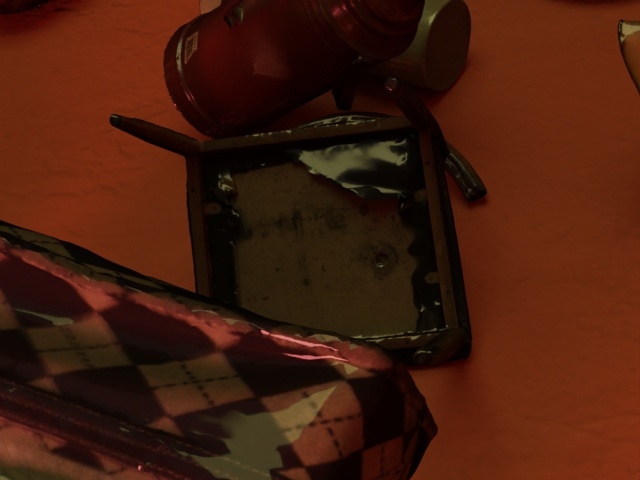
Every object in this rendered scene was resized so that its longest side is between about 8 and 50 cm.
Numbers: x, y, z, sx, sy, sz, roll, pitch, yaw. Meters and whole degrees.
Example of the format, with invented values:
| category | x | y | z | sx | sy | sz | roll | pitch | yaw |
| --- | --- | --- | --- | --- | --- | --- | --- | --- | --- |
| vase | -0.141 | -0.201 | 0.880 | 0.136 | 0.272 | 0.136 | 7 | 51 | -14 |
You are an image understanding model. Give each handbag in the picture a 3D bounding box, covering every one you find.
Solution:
| category | x | y | z | sx | sy | sz | roll | pitch | yaw |
| --- | --- | --- | --- | --- | --- | --- | --- | --- | --- |
| handbag | -0.172 | 0.194 | 0.737 | 0.316 | 0.180 | 0.416 | 19 | 72 | 17 |

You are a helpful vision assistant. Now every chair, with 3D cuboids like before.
| category | x | y | z | sx | sy | sz | roll | pitch | yaw |
| --- | --- | --- | --- | --- | --- | --- | --- | --- | --- |
| chair | 0.000 | 0.000 | 1.018 | 0.188 | 0.166 | 0.272 | -7 | 1 | 11 |

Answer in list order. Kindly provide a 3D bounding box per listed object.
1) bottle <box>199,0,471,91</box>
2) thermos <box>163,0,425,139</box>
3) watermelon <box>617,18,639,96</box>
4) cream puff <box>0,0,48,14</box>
| category | x | y | z | sx | sy | sz | roll | pitch | yaw |
| --- | --- | --- | --- | --- | --- | --- | --- | --- | --- |
| bottle | 0.009 | -0.164 | 1.238 | 0.201 | 0.072 | 0.072 | 18 | 52 | 31 |
| thermos | -0.008 | -0.146 | 1.119 | 0.232 | 0.124 | 0.099 | -23 | 56 | 49 |
| watermelon | 0.332 | -0.053 | 0.994 | 0.303 | 0.159 | 0.128 | 6 | 76 | 21 |
| cream puff | -0.251 | -0.244 | 1.391 | 0.149 | 0.084 | 0.149 | -5 | 45 | 5 |
